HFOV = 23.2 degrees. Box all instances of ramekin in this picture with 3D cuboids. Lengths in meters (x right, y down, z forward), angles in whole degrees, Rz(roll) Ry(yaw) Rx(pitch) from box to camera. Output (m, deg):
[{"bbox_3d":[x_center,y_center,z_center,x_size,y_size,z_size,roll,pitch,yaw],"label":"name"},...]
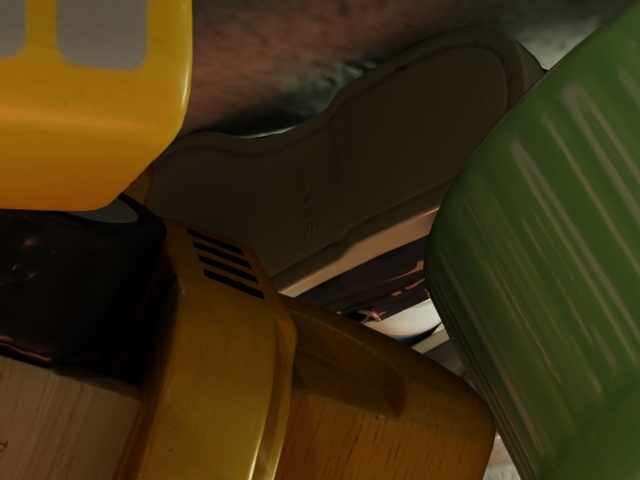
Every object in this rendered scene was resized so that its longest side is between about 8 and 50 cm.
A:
[{"bbox_3d":[0.190,0.003,0.632,0.303,0.148,0.303,-25,156,-12],"label":"ramekin"}]

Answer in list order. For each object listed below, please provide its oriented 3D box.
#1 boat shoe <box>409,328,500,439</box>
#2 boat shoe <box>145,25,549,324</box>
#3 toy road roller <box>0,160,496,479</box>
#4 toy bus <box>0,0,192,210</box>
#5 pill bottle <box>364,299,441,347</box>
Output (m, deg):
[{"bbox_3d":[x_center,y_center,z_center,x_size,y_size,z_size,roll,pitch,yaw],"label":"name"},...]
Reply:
[{"bbox_3d":[0.169,0.076,1.023,0.335,0.095,0.112,-24,167,-4],"label":"boat shoe"},{"bbox_3d":[0.000,-0.004,0.803,0.340,0.127,0.113,-27,143,37],"label":"boat shoe"},{"bbox_3d":[-0.075,0.076,0.644,0.240,0.202,0.329,19,-172,-12],"label":"toy road roller"},{"bbox_3d":[-0.207,-0.086,0.397,0.332,0.130,0.108,3,165,-25],"label":"toy bus"},{"bbox_3d":[0.047,0.025,1.012,0.087,0.087,0.160,-2,166,-6],"label":"pill bottle"}]
